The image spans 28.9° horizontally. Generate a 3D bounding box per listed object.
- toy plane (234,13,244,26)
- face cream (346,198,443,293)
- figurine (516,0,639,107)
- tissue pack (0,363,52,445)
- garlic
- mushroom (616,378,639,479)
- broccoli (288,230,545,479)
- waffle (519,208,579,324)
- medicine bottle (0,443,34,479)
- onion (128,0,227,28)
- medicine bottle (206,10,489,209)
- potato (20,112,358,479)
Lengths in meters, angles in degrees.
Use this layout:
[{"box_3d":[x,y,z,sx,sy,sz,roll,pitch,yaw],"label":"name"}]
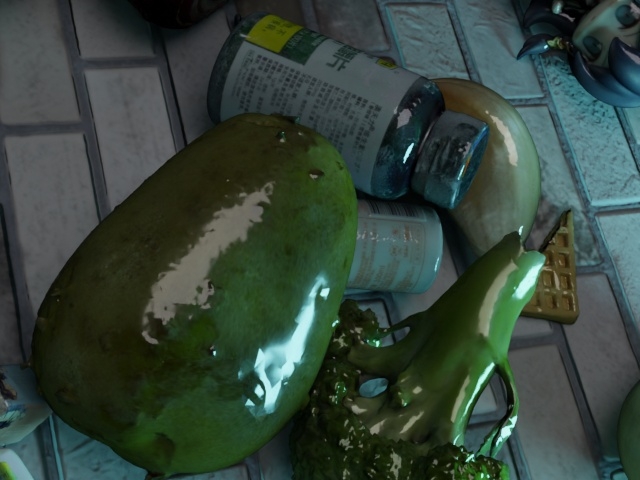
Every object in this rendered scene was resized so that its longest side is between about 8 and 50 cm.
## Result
[{"box_3d":[-0.083,-0.233,1.463,0.078,0.031,0.083,-20,76,-14],"label":"toy plane"},{"box_3d":[0.000,0.000,1.338,0.251,0.101,0.101,5,64,-17],"label":"face cream"},{"box_3d":[0.367,-0.295,1.582,0.197,0.175,0.265,-16,80,-31],"label":"figurine"},{"box_3d":[-0.297,0.153,1.148,0.074,0.094,0.059,-39,75,13],"label":"tissue pack"},{"box_3d":[0.173,-0.080,1.429,0.164,0.145,0.245,-26,77,-9],"label":"garlic"},{"box_3d":[0.461,0.224,1.358,0.260,0.234,0.254,-9,27,15],"label":"mushroom"},{"box_3d":[0.089,0.160,1.259,0.254,0.186,0.302,4,56,27],"label":"broccoli"},{"box_3d":[0.259,0.022,1.468,0.097,0.023,0.153,11,64,-16],"label":"waffle"},{"box_3d":[-0.271,0.302,1.103,0.115,0.078,0.219,-29,78,-31],"label":"medicine bottle"},{"box_3d":[-0.172,-0.362,1.392,0.206,0.216,0.207,42,66,7],"label":"onion"},{"box_3d":[0.032,-0.135,1.348,0.293,0.141,0.141,25,58,14],"label":"medicine bottle"},{"box_3d":[-0.095,0.054,1.171,0.359,0.219,0.270,-50,128,-15],"label":"potato"}]
